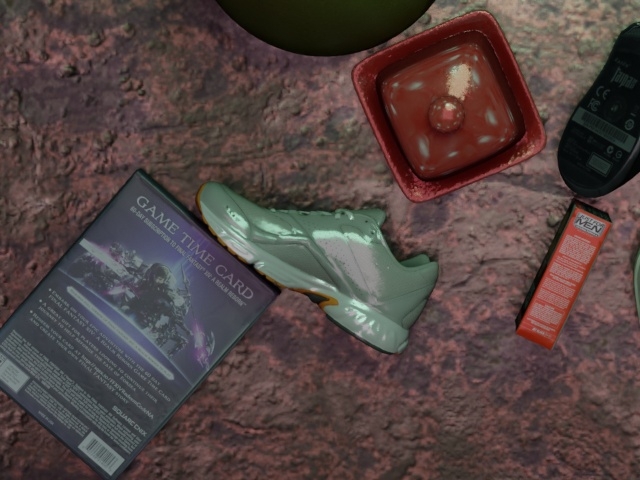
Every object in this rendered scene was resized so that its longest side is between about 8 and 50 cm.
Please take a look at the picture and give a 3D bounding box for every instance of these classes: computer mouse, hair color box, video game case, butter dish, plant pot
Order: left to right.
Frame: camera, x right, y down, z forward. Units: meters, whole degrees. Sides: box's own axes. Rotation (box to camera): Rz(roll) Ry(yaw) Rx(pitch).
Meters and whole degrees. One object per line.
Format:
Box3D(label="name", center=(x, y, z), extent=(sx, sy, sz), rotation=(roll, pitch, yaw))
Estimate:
Box3D(label="video game case", center=(-0.203, 0.091, 1.975), extent=(0.196, 0.026, 0.274), rotation=(41, 99, -2))
Box3D(label="plant pot", center=(-0.008, -0.299, 1.757), extent=(0.275, 0.293, 0.274), rotation=(1, 99, 5))
Box3D(label="butter dish", center=(0.125, -0.127, 1.861), extent=(0.160, 0.118, 0.160), rotation=(-23, 96, 8))
Box3D(label="hair color box", center=(0.242, 0.033, 1.899), extent=(0.043, 0.072, 0.141), rotation=(25, 100, 1))
Box3D(label="computer mouse", center=(0.346, -0.144, 1.832), extent=(0.184, 0.060, 0.262), rotation=(29, 98, 44))

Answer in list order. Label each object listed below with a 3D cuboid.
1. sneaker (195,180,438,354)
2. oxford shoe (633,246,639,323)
Box3D(label="sneaker", center=(0.000, 0.000, 1.914), extent=(0.262, 0.099, 0.121), rotation=(33, 93, -8))
Box3D(label="oxford shoe", center=(0.433, 0.189, 1.870), extent=(0.169, 0.130, 0.449), rotation=(-19, 95, 22))
